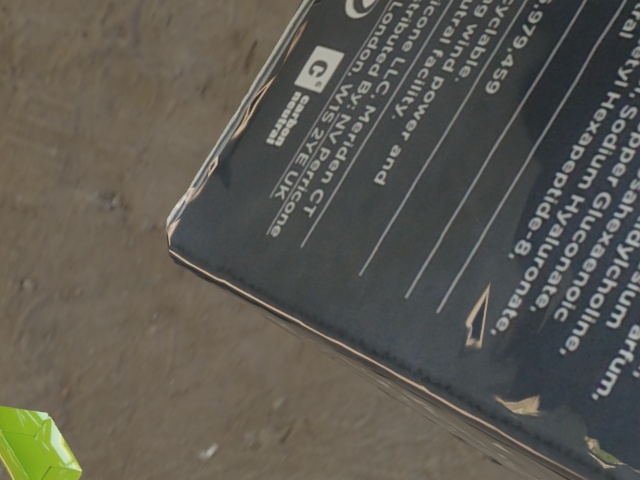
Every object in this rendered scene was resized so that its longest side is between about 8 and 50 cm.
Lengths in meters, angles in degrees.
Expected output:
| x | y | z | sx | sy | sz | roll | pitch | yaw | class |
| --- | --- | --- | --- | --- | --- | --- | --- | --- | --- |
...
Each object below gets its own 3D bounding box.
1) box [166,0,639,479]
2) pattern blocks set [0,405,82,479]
| x | y | z | sx | sy | sz | roll | pitch | yaw | class |
| --- | --- | --- | --- | --- | --- | --- | --- | --- | --- |
| 0.197 | 0.029 | 0.570 | 0.293 | 0.395 | 0.212 | 34 | 84 | -35 | box |
| -0.270 | 0.170 | 1.171 | 0.285 | 0.026 | 0.325 | -11 | 62 | -38 | pattern blocks set |
